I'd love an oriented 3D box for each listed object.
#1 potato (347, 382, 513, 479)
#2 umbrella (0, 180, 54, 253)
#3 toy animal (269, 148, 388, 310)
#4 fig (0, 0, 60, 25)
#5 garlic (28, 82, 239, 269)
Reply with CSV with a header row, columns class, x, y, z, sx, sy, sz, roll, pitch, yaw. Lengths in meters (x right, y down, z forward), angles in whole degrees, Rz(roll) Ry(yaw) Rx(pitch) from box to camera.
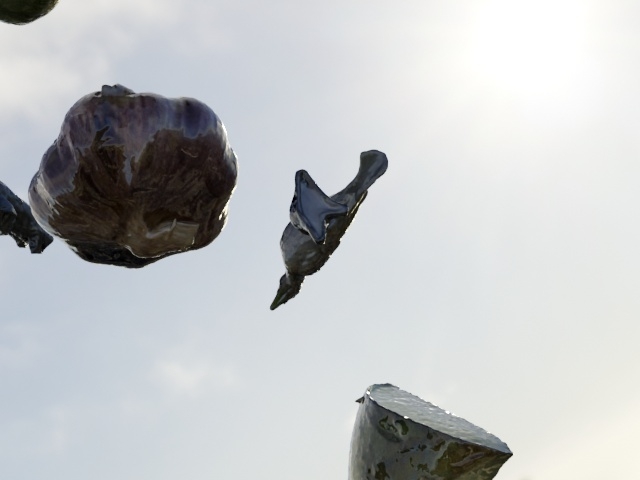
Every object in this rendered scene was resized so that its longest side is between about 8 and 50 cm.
class,x,y,z,sx,sy,sz,roll,pitch,yaw
potato,0.105,0.340,2.181,0.112,0.255,0.269,7,9,-32
umbrella,-0.448,-0.064,2.235,0.071,0.224,0.080,-51,27,-15
toy animal,-0.005,0.000,1.597,0.105,0.070,0.202,-27,-27,-39
fig,-0.349,-0.298,1.812,0.123,0.123,0.156,-34,-14,21
garlic,-0.211,-0.055,1.906,0.245,0.160,0.245,-3,-42,-3
